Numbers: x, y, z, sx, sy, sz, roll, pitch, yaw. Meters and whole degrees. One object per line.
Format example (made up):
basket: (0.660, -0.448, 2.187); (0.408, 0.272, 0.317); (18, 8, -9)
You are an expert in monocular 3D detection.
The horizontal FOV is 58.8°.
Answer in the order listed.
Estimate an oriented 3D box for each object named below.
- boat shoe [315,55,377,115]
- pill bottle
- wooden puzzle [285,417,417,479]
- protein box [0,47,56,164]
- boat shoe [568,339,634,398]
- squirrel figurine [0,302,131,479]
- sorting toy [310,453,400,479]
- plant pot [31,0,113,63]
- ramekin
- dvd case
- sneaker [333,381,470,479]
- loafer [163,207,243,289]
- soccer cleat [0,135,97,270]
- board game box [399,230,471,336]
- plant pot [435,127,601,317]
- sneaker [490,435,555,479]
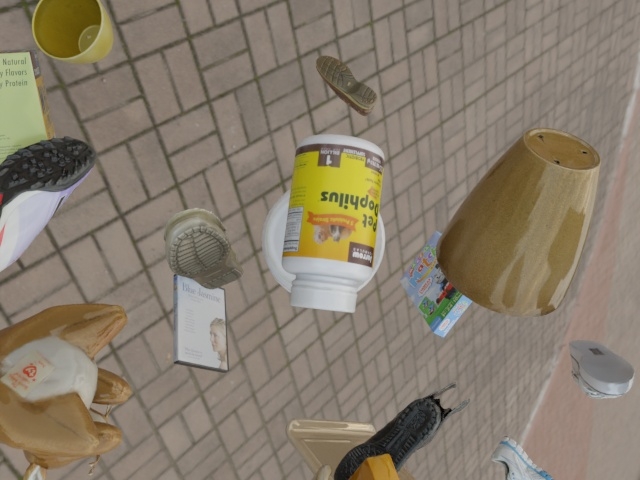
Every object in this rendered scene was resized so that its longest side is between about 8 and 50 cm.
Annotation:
boat shoe: (0.053, -0.353, 1.309); (0.064, 0.178, 0.060); (-41, 168, -23)
pill bottle: (0.014, -0.019, 0.729); (0.117, 0.117, 0.215); (14, 80, -49)
wooden puzzle: (0.073, 0.386, 0.909); (0.221, 0.239, 0.044); (19, 107, -41)
protein box: (-0.578, -0.219, 0.976); (0.200, 0.136, 0.201); (-9, 113, -17)
boat shoe: (0.542, 0.264, 1.099); (0.258, 0.095, 0.084); (-17, 105, -72)
squirrel figurine: (-0.575, 0.327, 1.093); (0.397, 0.281, 0.370); (3, 143, -18)
sorting toy: (0.025, 0.309, 0.455); (0.041, 0.229, 0.307); (0, 137, -25)
plant pot: (-0.429, -0.374, 1.023); (0.095, 0.134, 0.134); (19, 94, -80)
ramekin: (0.000, 0.000, 1.188); (0.127, 0.273, 0.272); (-3, 113, -82)
dvd case: (-0.326, 0.226, 1.552); (0.180, 0.022, 0.253); (26, 46, -46)
sneaker: (0.095, 0.225, 0.646); (0.170, 0.051, 0.089); (-43, 156, 3)
loafer: (-0.197, 0.007, 0.923); (0.102, 0.092, 0.268); (-26, 161, -8)
soccer cleat: (-0.479, -0.046, 0.900); (0.318, 0.109, 0.116); (-58, 171, -38)
board game box: (0.276, 0.095, 1.311); (0.039, 0.211, 0.160); (24, 109, -26)
plant pot: (0.338, -0.045, 0.929); (0.237, 0.237, 0.254); (-29, 145, -36)
sneaker: (0.495, 0.575, 1.375); (0.083, 0.191, 0.071); (-37, 152, -23)
